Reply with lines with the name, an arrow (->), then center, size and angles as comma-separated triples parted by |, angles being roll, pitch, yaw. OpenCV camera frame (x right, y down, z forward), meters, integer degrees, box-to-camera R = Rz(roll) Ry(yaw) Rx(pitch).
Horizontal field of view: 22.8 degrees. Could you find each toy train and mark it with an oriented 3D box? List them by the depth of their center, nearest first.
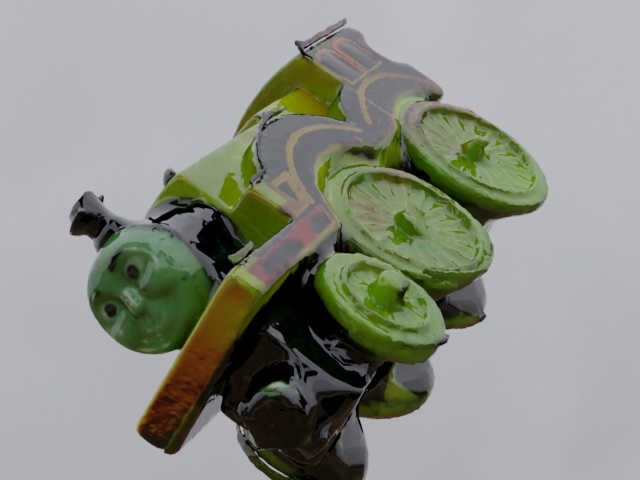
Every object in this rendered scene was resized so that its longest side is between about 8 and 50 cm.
toy train -> 0.000, 0.000, 0.705 | 0.100, 0.160, 0.296 | -59, -7, 27
